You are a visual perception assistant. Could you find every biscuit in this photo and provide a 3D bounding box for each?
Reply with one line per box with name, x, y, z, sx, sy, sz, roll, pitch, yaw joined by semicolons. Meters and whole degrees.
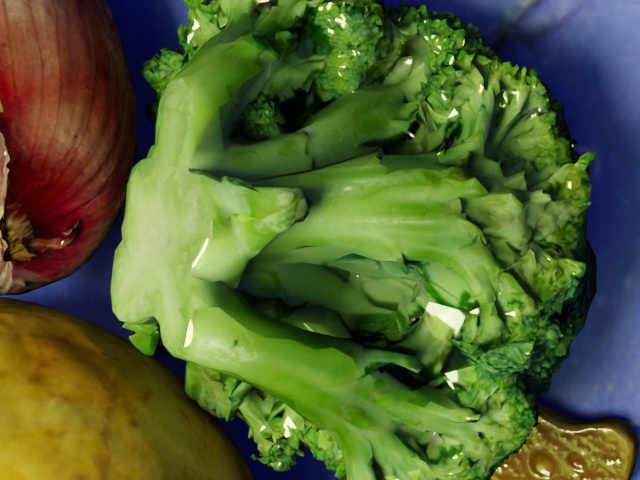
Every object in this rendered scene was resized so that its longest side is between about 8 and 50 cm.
biscuit;0.076;0.107;0.711;0.205;0.031;0.138;29;111;11

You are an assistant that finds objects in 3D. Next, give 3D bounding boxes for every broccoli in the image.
broccoli;0.000;0.000;0.592;0.265;0.245;0.295;-34;63;30

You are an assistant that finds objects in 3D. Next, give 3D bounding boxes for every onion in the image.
onion;-0.193;-0.118;0.694;0.284;0.120;0.227;55;150;16

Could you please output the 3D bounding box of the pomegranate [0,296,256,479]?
pomegranate;-0.223;0.220;0.667;0.410;0.410;0.410;7;109;21
